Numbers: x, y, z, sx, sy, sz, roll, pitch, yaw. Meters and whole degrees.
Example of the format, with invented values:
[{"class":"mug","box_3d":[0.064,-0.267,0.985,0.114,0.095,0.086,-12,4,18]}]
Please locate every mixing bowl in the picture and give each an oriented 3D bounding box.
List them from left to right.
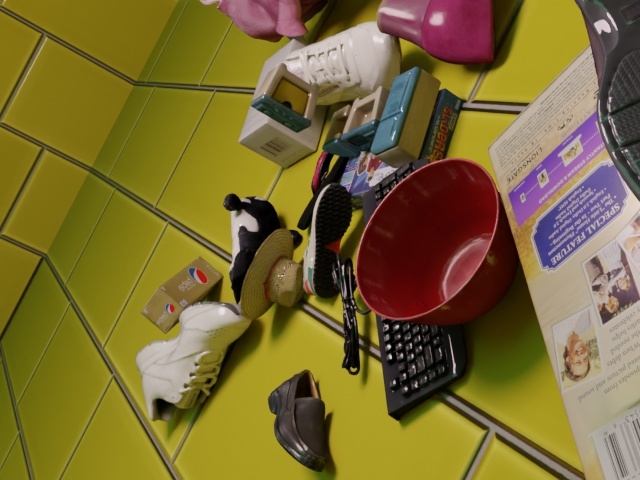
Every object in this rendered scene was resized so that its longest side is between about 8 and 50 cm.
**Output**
[{"class":"mixing bowl","box_3d":[0.135,0.017,0.939,0.181,0.098,0.181,-31,43,33]}]

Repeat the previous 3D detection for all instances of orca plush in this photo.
[{"class":"orca plush","box_3d":[-0.084,-0.009,1.418,0.102,0.151,0.287,-16,8,6]}]

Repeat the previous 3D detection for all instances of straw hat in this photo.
[{"class":"straw hat","box_3d":[-0.052,0.060,1.332,0.061,0.144,0.145,22,83,23]}]

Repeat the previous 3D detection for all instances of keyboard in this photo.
[{"class":"keyboard","box_3d":[0.077,0.061,1.083,0.201,0.033,0.317,-42,37,37]}]

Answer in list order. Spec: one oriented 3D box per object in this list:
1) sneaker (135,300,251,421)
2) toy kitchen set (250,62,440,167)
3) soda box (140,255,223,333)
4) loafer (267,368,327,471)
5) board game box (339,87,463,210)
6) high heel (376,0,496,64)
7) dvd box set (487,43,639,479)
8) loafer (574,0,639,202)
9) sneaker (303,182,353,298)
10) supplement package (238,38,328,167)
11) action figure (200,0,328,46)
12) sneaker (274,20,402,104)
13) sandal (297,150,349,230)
[{"class":"sneaker","box_3d":[-0.194,0.193,1.460,0.297,0.111,0.129,-44,46,42]},{"class":"toy kitchen set","box_3d":[0.022,-0.171,1.218,0.207,0.166,0.122,-19,48,57]},{"class":"soda box","box_3d":[-0.235,0.090,1.572,0.061,0.058,0.181,-51,-2,22]},{"class":"loafer","box_3d":[-0.021,0.216,1.123,0.061,0.062,0.170,-52,27,10]},{"class":"board game box","box_3d":[0.102,-0.120,1.255,0.201,0.035,0.136,-11,55,60]},{"class":"high heel","box_3d":[0.246,-0.396,1.237,0.181,0.127,0.377,28,82,31]},{"class":"dvd box set","box_3d":[0.285,-0.014,0.688,0.308,0.062,0.420,-49,34,37]},{"class":"loafer","box_3d":[0.254,-0.125,0.680,0.109,0.095,0.303,-19,55,19]},{"class":"sneaker","box_3d":[0.000,0.000,1.277,0.075,0.057,0.161,-6,77,63]},{"class":"supplement package","box_3d":[-0.053,-0.236,1.589,0.105,0.105,0.179,-24,45,55]},{"class":"action figure","box_3d":[-0.038,-0.482,1.645,0.248,0.275,0.370,-58,10,-5]},{"class":"sneaker","box_3d":[0.021,-0.253,1.399,0.305,0.152,0.114,-8,96,67]},{"class":"sandal","box_3d":[0.005,-0.097,1.385,0.179,0.040,0.067,-57,-9,15]}]
